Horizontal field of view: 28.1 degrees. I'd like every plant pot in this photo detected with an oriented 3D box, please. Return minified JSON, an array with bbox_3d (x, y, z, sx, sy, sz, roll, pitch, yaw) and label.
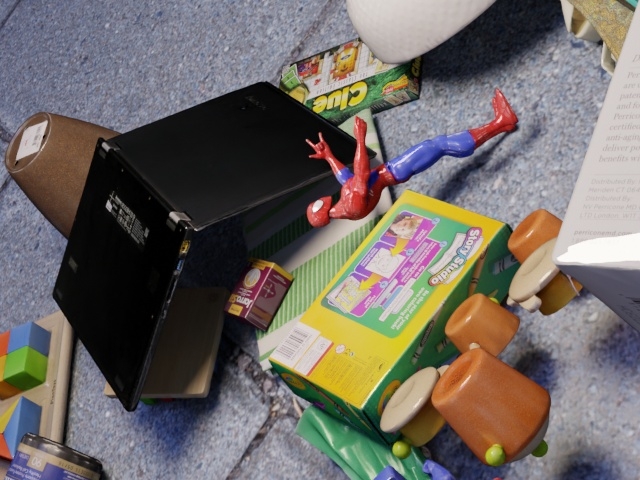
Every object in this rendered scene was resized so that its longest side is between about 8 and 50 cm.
[{"bbox_3d":[-0.369,-0.099,2.002,0.215,0.230,0.215,-25,47,30],"label":"plant pot"}]

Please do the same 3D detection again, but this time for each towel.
[{"bbox_3d":[0.000,0.000,1.720,0.248,0.038,0.325,-34,43,23],"label":"towel"}]

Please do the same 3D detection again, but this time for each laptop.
[{"bbox_3d":[-0.168,-0.014,1.798,0.382,0.236,0.408,40,114,56],"label":"laptop"}]

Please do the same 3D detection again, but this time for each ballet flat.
[{"bbox_3d":[0.349,-0.267,1.512,0.123,0.123,0.348,-43,38,14],"label":"ballet flat"}]

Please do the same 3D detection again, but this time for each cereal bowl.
[{"bbox_3d":[0.156,-0.398,1.679,0.339,0.141,0.339,-41,21,19],"label":"cereal bowl"}]

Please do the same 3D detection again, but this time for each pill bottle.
[{"bbox_3d":[-0.396,0.387,1.767,0.122,0.123,0.219,6,69,47],"label":"pill bottle"}]

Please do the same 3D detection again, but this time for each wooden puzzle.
[{"bbox_3d":[-0.527,0.277,2.011,0.347,0.080,0.322,-27,47,30],"label":"wooden puzzle"}]

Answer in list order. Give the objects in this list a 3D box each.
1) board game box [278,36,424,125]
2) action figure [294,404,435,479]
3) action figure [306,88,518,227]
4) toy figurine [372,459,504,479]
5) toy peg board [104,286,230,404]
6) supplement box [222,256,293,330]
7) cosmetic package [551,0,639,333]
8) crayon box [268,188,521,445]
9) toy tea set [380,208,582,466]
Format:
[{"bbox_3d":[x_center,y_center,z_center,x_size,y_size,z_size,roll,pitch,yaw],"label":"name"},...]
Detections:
[{"bbox_3d":[0.038,-0.229,1.850,0.259,0.030,0.136,-16,55,38],"label":"board game box"},{"bbox_3d":[0.078,0.246,1.445,0.137,0.063,0.232,-47,44,6],"label":"action figure"},{"bbox_3d":[0.089,-0.123,1.585,0.280,0.091,0.139,-33,83,1],"label":"action figure"},{"bbox_3d":[0.068,0.351,1.318,0.362,0.191,0.217,-46,26,9],"label":"toy figurine"},{"bbox_3d":[-0.198,0.156,1.790,0.160,0.079,0.161,-4,59,26],"label":"toy peg board"},{"bbox_3d":[-0.082,0.070,1.684,0.055,0.043,0.083,13,72,48],"label":"supplement box"},{"bbox_3d":[0.410,-0.127,1.249,0.161,0.230,0.453,4,65,47],"label":"cosmetic package"},{"bbox_3d":[0.091,0.081,1.479,0.165,0.081,0.278,23,67,46],"label":"crayon box"},{"bbox_3d":[0.215,0.109,1.338,0.336,0.124,0.200,-52,10,-18],"label":"toy tea set"}]
